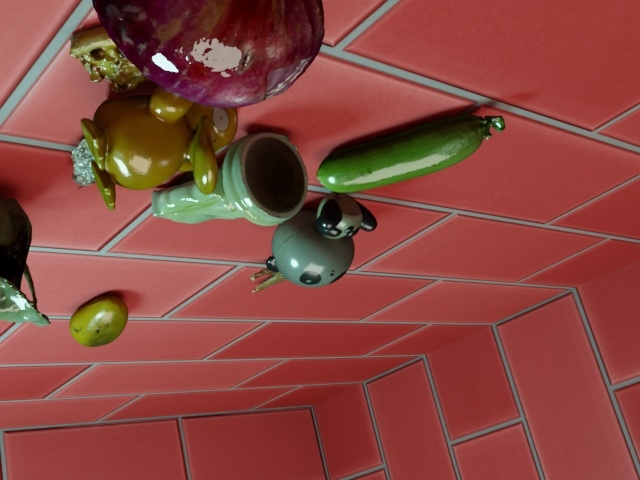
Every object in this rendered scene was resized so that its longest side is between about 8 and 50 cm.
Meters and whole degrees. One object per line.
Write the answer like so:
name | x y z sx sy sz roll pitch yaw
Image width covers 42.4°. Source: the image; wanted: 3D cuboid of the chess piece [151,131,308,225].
chess piece | -0.178 -0.088 1.563 0.175 0.176 0.298 8 164 -45

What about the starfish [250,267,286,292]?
starfish | -0.084 0.077 2.158 0.295 0.048 0.231 -22 168 25

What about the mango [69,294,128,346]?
mango | -0.562 0.204 2.104 0.137 0.098 0.195 3 149 -30

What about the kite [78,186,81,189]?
kite | -0.419 -0.113 1.512 0.078 0.002 0.044 -17 159 6

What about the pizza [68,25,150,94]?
pizza | -0.270 -0.254 1.180 0.175 0.046 0.134 -7 158 -19

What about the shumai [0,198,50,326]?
shumai | -0.659 0.054 1.425 0.348 0.395 0.395 -30 164 -19

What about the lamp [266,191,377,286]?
lamp | 0.000 0.000 1.838 0.197 0.198 0.244 3 145 -38

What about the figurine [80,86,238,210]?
figurine | -0.240 -0.161 1.258 0.228 0.215 0.215 0 158 -6

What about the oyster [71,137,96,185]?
oyster | -0.353 -0.140 1.390 0.125 0.064 0.177 14 153 -18

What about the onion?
onion | -0.141 -0.275 0.946 0.230 0.256 0.272 -16 143 -43

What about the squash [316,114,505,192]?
squash | 0.175 -0.171 1.614 0.378 0.101 0.101 -18 159 4
